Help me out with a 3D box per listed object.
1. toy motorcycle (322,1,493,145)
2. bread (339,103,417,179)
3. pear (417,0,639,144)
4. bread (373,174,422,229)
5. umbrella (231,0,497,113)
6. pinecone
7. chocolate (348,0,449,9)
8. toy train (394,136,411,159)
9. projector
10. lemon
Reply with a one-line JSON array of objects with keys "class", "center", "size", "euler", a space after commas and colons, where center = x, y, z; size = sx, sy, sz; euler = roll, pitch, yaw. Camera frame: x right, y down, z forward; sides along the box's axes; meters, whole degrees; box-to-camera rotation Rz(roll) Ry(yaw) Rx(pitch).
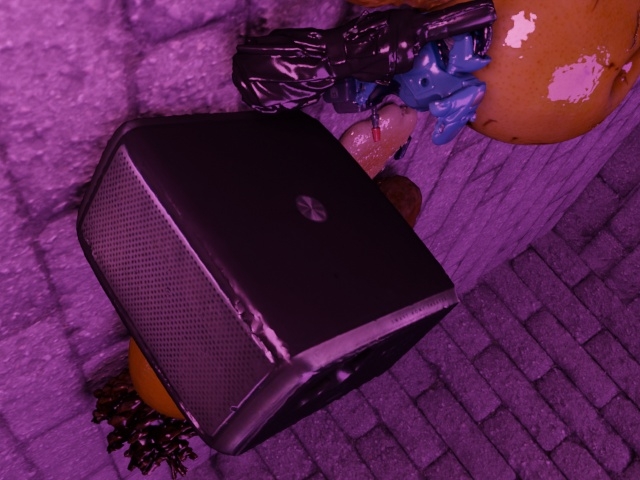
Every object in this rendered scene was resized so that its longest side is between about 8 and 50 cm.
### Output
[{"class": "toy motorcycle", "center": [0.120, -0.222, 1.007], "size": [0.272, 0.182, 0.123], "euler": [3, -160, 40]}, {"class": "bread", "center": [0.081, -0.164, 1.406], "size": [0.251, 0.039, 0.182], "euler": [-48, 159, 27]}, {"class": "pear", "center": [0.323, -0.313, 1.101], "size": [0.348, 0.348, 0.348], "euler": [-33, 160, -14]}, {"class": "bread", "center": [0.137, -0.038, 1.607], "size": [0.230, 0.123, 0.230], "euler": [-58, 163, -30]}, {"class": "umbrella", "center": [0.051, -0.245, 0.912], "size": [0.340, 0.118, 0.118], "euler": [-15, 164, 11]}, {"class": "pinecone", "center": [-0.352, 0.362, 1.502], "size": [0.243, 0.257, 0.243], "euler": [-3, 154, -2]}, {"class": "chocolate", "center": [0.045, -0.330, 0.804], "size": [0.162, 0.162, 0.445], "euler": [-48, 160, 25]}, {"class": "toy train", "center": [0.175, -0.195, 1.536], "size": [0.017, 0.017, 0.083], "euler": [-28, 159, -24]}, {"class": "projector", "center": [-0.075, 0.031, 1.015], "size": [0.395, 0.405, 0.242], "euler": [-17, 152, -48]}, {"class": "lemon", "center": [-0.241, 0.197, 1.362], "size": [0.240, 0.240, 0.219], "euler": [-19, 133, -44]}]
